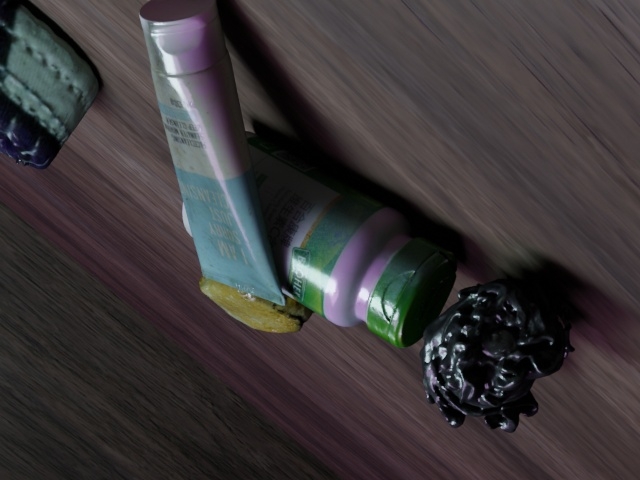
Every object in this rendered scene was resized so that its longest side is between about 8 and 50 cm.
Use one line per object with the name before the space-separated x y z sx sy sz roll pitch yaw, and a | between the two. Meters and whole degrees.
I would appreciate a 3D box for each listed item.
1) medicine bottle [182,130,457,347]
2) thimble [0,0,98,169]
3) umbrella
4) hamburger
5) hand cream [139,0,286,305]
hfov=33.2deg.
medicine bottle | 0.000 0.000 1.097 0.274 0.133 0.133 29 163 23
thimble | -0.403 -0.202 1.353 0.237 0.150 0.237 33 166 10
umbrella | 0.162 0.130 1.078 0.128 0.154 0.337 43 165 11
hamburger | -0.054 0.041 1.357 0.159 0.131 0.185 5 153 47
hand cream | -0.104 -0.072 0.999 0.111 0.070 0.312 15 130 33
